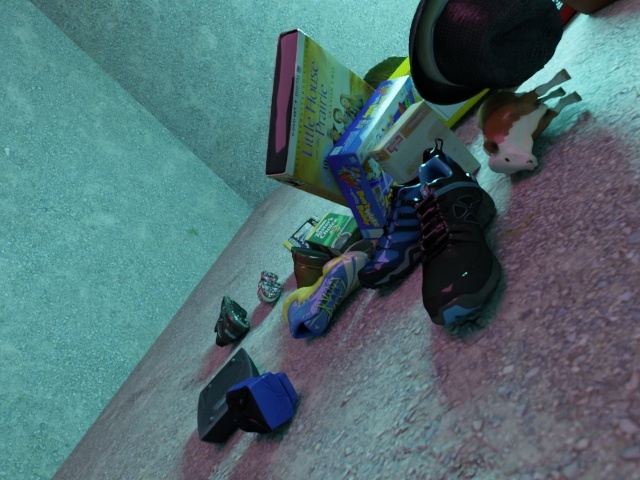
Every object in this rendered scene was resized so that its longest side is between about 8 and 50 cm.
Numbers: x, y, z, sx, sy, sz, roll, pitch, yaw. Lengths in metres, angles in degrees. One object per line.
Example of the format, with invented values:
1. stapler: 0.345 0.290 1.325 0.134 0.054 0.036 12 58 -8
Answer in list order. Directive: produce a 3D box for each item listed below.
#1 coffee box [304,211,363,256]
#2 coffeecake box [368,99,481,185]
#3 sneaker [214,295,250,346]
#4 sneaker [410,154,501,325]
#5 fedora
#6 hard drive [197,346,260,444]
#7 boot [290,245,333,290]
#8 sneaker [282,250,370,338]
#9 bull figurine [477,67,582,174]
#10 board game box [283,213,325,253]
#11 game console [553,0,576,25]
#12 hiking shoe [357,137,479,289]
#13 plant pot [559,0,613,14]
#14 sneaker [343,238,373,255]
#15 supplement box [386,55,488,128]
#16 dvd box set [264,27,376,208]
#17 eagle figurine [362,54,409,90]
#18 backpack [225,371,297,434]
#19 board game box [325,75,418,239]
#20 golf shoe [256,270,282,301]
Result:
1. coffee box: 0.043 -0.017 1.371 0.113 0.040 0.184 -50 29 -13
2. coffeecake box: 0.217 -0.170 1.056 0.142 0.185 0.068 -48 14 -8
3. sneaker: -0.294 0.252 1.603 0.106 0.101 0.267 -49 13 -1
4. sneaker: 0.187 -0.009 0.782 0.125 0.139 0.341 -36 18 31
5. fedora: 0.319 -0.366 0.907 0.334 0.334 0.152 -47 52 0
6. hard drive: -0.203 0.345 1.141 0.172 0.054 0.254 -48 13 -6
7. boot: -0.030 0.079 1.295 0.305 0.112 0.115 -72 -9 -85
8. sneaker: 0.020 0.129 1.066 0.240 0.091 0.126 -41 33 23
9. bull figurine: 0.374 -0.233 0.949 0.188 0.101 0.310 -37 18 22
10. board game box: -0.027 0.001 1.537 0.141 0.048 0.170 -46 26 -2
11. game console: 0.559 -0.578 1.470 0.342 0.060 0.386 -47 13 -4
12. hiking shoe: 0.161 -0.044 0.977 0.304 0.132 0.113 -48 13 -7
13. plant pot: 0.640 -0.683 1.138 0.267 0.236 0.267 -50 14 -14
14. sneaker: 0.061 0.052 1.183 0.152 0.053 0.061 -46 10 5
15. supplement box: 0.300 -0.417 1.425 0.356 0.194 0.195 -44 16 31
16. dvd box set: 0.042 -0.244 1.169 0.062 0.420 0.308 -1 80 35
17. eagle figurine: 0.293 -0.494 1.611 0.298 0.226 0.225 -47 -19 -30
18. backpack: -0.106 0.293 0.915 0.101 0.098 0.120 -19 -9 -43
19. board game box: 0.159 -0.202 1.211 0.078 0.233 0.347 -2 40 35
20. golf shoe: -0.161 0.159 1.565 0.186 0.067 0.086 -115 42 -76
